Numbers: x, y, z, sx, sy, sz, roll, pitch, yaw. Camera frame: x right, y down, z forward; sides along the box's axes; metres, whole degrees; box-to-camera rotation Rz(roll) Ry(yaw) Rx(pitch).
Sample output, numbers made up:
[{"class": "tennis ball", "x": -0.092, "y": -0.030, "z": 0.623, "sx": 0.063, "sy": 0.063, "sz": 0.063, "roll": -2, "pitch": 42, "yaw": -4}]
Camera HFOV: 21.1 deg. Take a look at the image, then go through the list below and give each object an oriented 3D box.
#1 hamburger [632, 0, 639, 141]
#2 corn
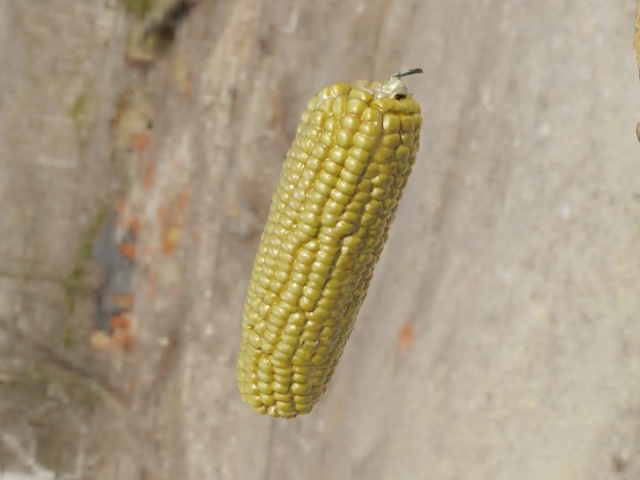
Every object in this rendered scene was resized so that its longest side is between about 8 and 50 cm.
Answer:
[{"class": "hamburger", "x": 0.209, "y": -0.135, "z": 0.892, "sx": 0.214, "sy": 0.108, "sz": 0.214, "roll": -3, "pitch": -90, "yaw": -86}, {"class": "corn", "x": 0.000, "y": 0.000, "z": 1.358, "sx": 0.101, "sy": 0.101, "sz": 0.310, "roll": -107, "pitch": 35, "yaw": -63}]
